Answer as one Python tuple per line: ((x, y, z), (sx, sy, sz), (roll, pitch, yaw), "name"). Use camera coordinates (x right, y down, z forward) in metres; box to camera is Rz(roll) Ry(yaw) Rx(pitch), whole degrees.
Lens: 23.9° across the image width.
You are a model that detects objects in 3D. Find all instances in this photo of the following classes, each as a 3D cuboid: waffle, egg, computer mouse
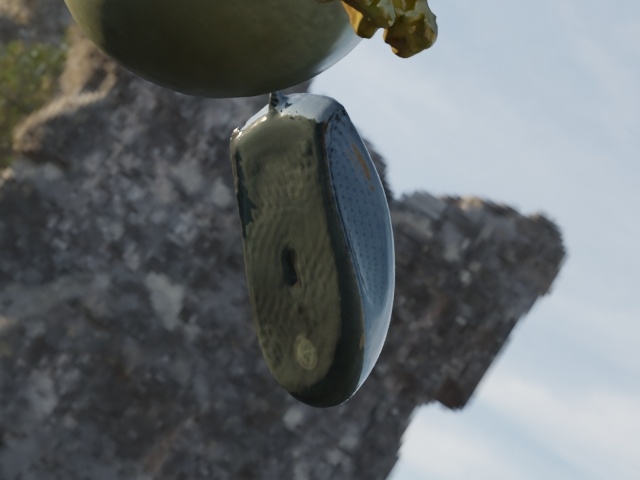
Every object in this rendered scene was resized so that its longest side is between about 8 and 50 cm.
((0.021, -0.213, 0.912), (0.160, 0.192, 0.046), (34, -40, -20), "waffle")
((-0.086, -0.251, 1.288), (0.352, 0.258, 0.258), (7, -31, 50), "egg")
((0.000, 0.000, 1.716), (0.122, 0.371, 0.188), (-10, 0, -44), "computer mouse")
